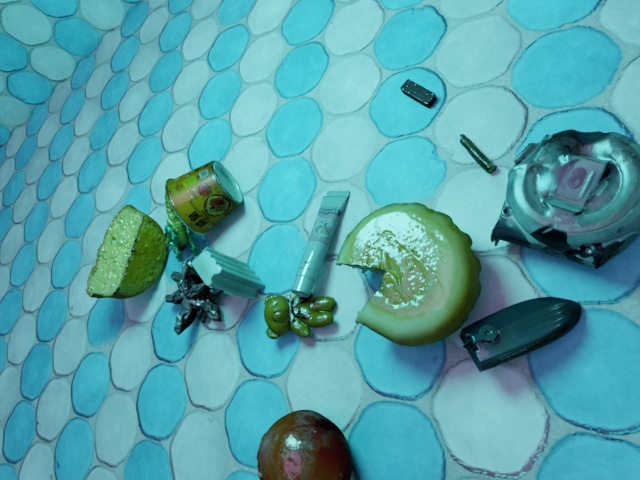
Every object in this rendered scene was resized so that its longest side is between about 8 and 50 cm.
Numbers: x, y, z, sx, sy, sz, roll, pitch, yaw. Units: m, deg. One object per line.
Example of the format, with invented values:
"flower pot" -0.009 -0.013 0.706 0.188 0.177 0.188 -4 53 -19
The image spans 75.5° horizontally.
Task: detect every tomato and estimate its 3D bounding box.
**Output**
"tomato" -0.029 0.478 0.903 0.185 0.208 0.208 -27 60 13

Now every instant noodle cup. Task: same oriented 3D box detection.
"instant noodle cup" -0.370 -0.149 1.351 0.172 0.216 0.215 -29 59 9

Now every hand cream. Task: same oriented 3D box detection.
"hand cream" 0.000 0.000 1.144 0.085 0.058 0.331 2 59 36

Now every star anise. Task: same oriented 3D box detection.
"star anise" -0.404 0.164 1.307 0.283 0.129 0.212 43 114 39

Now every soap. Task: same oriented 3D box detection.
"soap" -0.262 0.096 1.189 0.066 0.198 0.119 -51 55 4

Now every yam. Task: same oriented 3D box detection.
"yam" 0.383 -0.214 1.016 0.027 0.033 0.129 -56 45 36

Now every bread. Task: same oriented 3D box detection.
"bread" 0.204 0.071 0.937 0.333 0.160 0.332 -10 69 27
"bread" -0.653 0.059 1.457 0.195 0.179 0.339 6 73 31

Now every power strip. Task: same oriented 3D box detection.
"power strip" 0.272 -0.409 1.151 0.038 0.029 0.111 -48 57 7

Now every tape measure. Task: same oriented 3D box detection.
"tape measure" 0.504 -0.085 0.820 0.256 0.147 0.274 22 86 35

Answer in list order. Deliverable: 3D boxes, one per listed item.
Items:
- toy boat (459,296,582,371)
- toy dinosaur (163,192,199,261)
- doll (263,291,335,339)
"toy boat" 0.402 0.179 0.828 0.246 0.103 0.092 -26 46 6
"toy dinosaur" -0.473 -0.042 1.367 0.094 0.259 0.153 -24 51 -27
"doll" -0.064 0.189 1.100 0.210 0.097 0.137 -14 60 21
